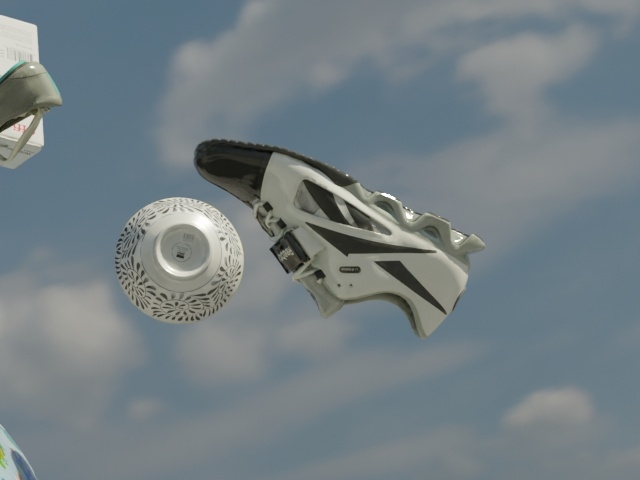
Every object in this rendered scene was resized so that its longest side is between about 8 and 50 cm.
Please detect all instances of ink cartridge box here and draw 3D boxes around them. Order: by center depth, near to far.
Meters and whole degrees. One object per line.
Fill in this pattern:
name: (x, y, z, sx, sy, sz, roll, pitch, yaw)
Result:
ink cartridge box: (-0.351, -0.160, 1.987, 0.109, 0.150, 0.063, 14, -32, -38)

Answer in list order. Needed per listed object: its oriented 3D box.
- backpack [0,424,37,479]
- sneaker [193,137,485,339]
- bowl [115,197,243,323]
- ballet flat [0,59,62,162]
backpack: (-0.432, 0.265, 2.009, 0.273, 0.290, 0.355, -33, 11, 19)
sneaker: (0.000, 0.000, 2.050, 0.330, 0.146, 0.122, 24, -9, 2)
bowl: (-0.180, 0.020, 2.478, 0.170, 0.170, 0.080, -15, -7, -10)
ballet flat: (-0.343, -0.092, 1.874, 0.213, 0.068, 0.072, -38, 1, 14)
